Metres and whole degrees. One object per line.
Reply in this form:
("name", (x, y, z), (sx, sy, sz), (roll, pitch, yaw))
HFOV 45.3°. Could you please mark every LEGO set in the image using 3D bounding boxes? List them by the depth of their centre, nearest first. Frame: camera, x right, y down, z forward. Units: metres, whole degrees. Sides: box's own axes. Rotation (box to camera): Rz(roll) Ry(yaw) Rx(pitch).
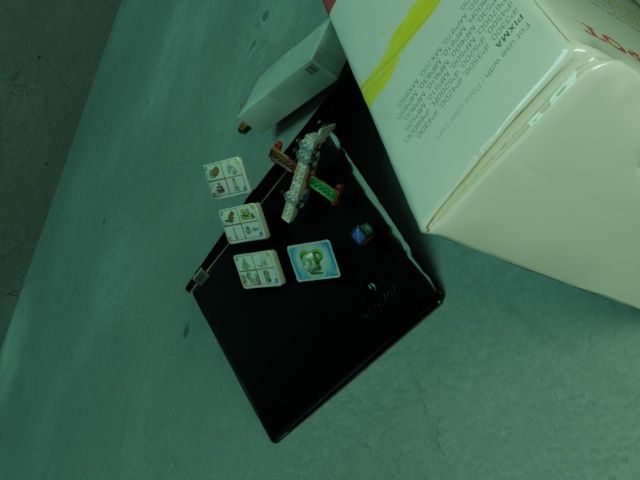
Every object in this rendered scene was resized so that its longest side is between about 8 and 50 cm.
("LEGO set", (-0.033, -0.038, 0.983), (0.244, 0.060, 0.183), (-10, 102, 44))

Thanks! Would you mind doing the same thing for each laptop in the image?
("laptop", (0.000, 0.000, 1.122), (0.382, 0.236, 0.408), (-47, 10, 36))

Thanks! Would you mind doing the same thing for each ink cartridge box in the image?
("ink cartridge box", (0.175, -0.148, 0.649), (0.160, 0.279, 0.385), (-53, 35, 31))

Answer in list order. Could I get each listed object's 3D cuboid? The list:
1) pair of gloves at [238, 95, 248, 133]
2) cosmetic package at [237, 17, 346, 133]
("pair of gloves", (-0.139, -0.251, 1.492), (0.074, 0.010, 0.083), (-33, 45, 49))
("cosmetic package", (-0.044, -0.269, 1.277), (0.239, 0.060, 0.099), (-23, 41, 53))
